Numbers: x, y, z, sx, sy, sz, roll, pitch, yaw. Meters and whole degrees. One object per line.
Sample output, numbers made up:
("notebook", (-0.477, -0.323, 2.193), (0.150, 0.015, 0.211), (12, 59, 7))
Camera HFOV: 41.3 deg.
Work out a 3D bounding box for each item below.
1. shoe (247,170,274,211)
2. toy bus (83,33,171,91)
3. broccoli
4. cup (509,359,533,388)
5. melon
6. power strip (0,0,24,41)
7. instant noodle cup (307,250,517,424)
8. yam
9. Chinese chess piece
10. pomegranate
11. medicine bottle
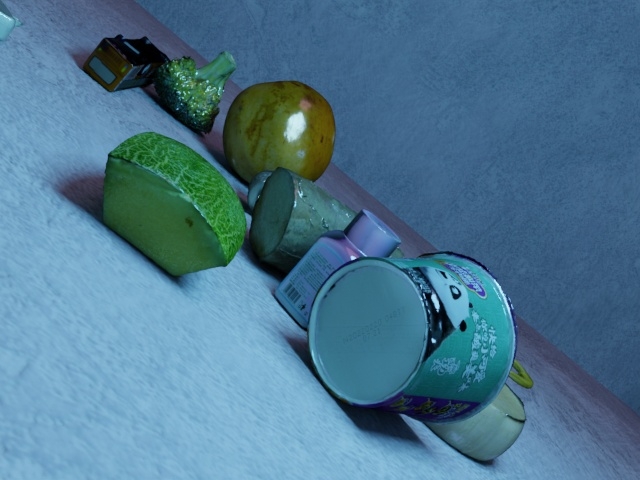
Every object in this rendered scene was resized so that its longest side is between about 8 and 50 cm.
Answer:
("shoe", (-0.029, -0.023, 1.640), (0.293, 0.109, 0.149), (37, 14, 1))
("toy bus", (-0.408, -0.387, 1.839), (0.093, 0.092, 0.409), (41, 10, -7))
("broccoli", (-0.275, -0.360, 1.928), (0.194, 0.194, 0.219), (45, 5, 27))
("cup", (0.325, 0.186, 1.714), (0.255, 0.178, 0.256), (14, 9, 9))
("melon", (-0.186, -0.061, 1.162), (0.196, 0.124, 0.323), (46, 11, -8))
("power strip", (-0.605, -0.409, 1.343), (0.270, 0.046, 0.118), (29, 13, -44))
("instant noodle cup", (0.113, 0.126, 1.152), (0.190, 0.251, 0.251), (13, 28, -52))
("yam", (0.000, 0.000, 1.455), (0.304, 0.168, 0.168), (29, 15, -43))
("Chinese chess piece", (0.221, 0.244, 1.391), (0.249, 0.103, 0.250), (39, 11, -9))
("pomegranate", (-0.097, -0.222, 1.863), (0.264, 0.264, 0.264), (39, 10, -8))
("medicine bottle", (0.035, 0.048, 1.301), (0.094, 0.188, 0.119), (46, 12, 30))
